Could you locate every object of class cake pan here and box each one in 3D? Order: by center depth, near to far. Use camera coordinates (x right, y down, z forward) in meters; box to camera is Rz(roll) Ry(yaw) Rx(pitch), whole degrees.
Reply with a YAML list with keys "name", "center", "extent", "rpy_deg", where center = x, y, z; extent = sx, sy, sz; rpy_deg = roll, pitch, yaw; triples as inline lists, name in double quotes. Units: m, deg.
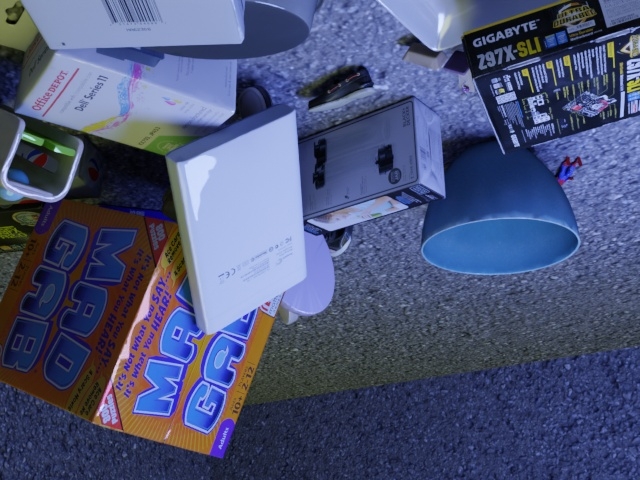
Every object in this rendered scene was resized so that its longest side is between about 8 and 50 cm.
- name: "cake pan"
  center: [-0.139, -0.304, 1.133]
  extent: [0.293, 0.054, 0.293]
  rpy_deg: [-1, 175, 0]

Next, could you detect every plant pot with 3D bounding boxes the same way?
- name: "plant pot"
  center: [0.334, -0.073, 1.607]
  extent: [0.290, 0.195, 0.290]
  rpy_deg: [1, 158, 0]

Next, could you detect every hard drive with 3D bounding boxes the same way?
- name: "hard drive"
  center: [-0.130, -0.031, 1.431]
  extent: [0.233, 0.047, 0.353]
  rpy_deg: [-30, 135, -30]

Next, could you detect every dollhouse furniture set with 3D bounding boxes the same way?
- name: "dollhouse furniture set"
  center: [0.195, -0.272, 1.306]
  extent: [0.114, 0.091, 0.081]
  rpy_deg: [23, 152, 27]

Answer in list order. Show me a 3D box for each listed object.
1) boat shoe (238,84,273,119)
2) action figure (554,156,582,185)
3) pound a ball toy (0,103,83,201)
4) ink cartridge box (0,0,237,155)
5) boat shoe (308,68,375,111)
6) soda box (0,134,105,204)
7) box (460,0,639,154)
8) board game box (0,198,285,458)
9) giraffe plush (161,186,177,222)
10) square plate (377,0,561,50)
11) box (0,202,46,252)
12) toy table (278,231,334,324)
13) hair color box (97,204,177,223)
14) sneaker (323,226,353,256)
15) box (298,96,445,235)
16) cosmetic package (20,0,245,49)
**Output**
- name: "boat shoe"
  center: [-0.095, -0.214, 1.486]
  extent: [0.065, 0.075, 0.206]
  rpy_deg: [-39, 159, -18]
- name: "action figure"
  center: [0.486, -0.130, 1.688]
  extent: [0.038, 0.030, 0.115]
  rpy_deg: [-2, 160, -5]
- name: "pound a ball toy"
  center: [-0.567, -0.165, 1.350]
  extent: [0.319, 0.136, 0.208]
  rpy_deg: [23, -177, 35]
- name: "ink cartridge box"
  center: [-0.329, -0.253, 1.287]
  extent: [0.353, 0.119, 0.207]
  rpy_deg: [15, 155, -31]
- name: "boat shoe"
  center: [0.031, -0.245, 1.402]
  extent: [0.133, 0.042, 0.049]
  rpy_deg: [-17, 177, 39]
- name: "soda box"
  center: [-0.570, -0.131, 1.636]
  extent: [0.286, 0.091, 0.098]
  rpy_deg: [-4, 158, 11]
- name: "box"
  center: [0.364, -0.243, 1.246]
  extent: [0.257, 0.079, 0.322]
  rpy_deg: [-17, 161, 16]
- name: "board game box"
  center: [-0.353, 0.165, 1.617]
  extent: [0.356, 0.356, 0.356]
  rpy_deg: [11, 165, 36]
- name: "giraffe plush"
  center: [-0.194, -0.096, 1.638]
  extent: [0.181, 0.170, 0.210]
  rpy_deg: [21, -168, -32]
- name: "square plate"
  center: [0.202, -0.383, 1.040]
  extent: [0.347, 0.049, 0.344]
  rpy_deg: [-15, 154, 35]
- name: "box"
  center: [-0.681, -0.044, 1.899]
  extent: [0.270, 0.060, 0.216]
  rpy_deg: [-5, 158, 14]
- name: "toy table"
  center: [-0.091, 0.046, 1.847]
  extent: [0.252, 0.274, 0.161]
  rpy_deg: [-10, 168, -30]
- name: "hair color box"
  center: [-0.352, 0.013, 1.967]
  extent: [0.339, 0.110, 0.185]
  rpy_deg: [5, 158, -13]
- name: "sneaker"
  center: [0.000, 0.000, 1.977]
  extent: [0.077, 0.072, 0.178]
  rpy_deg: [29, 140, -31]
- name: "box"
  center: [0.075, -0.127, 1.526]
  extent: [0.290, 0.169, 0.087]
  rpy_deg: [-17, 155, 35]
- name: "cosmetic package"
  center: [-0.197, -0.343, 0.920]
  extent: [0.224, 0.224, 0.138]
  rpy_deg: [-1, 156, 4]
